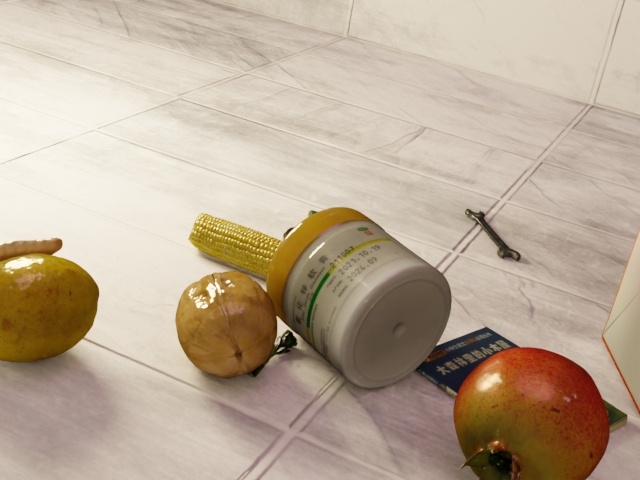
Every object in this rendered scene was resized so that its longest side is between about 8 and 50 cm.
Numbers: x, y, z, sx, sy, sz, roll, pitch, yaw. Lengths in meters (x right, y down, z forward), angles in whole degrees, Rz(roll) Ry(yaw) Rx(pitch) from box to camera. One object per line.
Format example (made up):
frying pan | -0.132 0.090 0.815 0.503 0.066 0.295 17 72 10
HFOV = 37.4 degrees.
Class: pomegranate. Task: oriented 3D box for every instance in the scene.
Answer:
pomegranate | 0.295 0.273 1.352 0.221 0.221 0.256 22 44 24

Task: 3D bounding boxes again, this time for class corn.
corn | -0.149 0.014 1.873 0.248 0.081 0.081 21 27 19

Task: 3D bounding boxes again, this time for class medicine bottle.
medicine bottle | 0.063 0.094 1.602 0.238 0.238 0.232 -9 32 -35

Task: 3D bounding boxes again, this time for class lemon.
lemon | -0.447 0.104 1.470 0.207 0.170 0.170 -5 28 -44

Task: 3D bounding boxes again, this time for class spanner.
spanner | 0.400 -0.017 2.216 0.054 0.015 0.254 2 27 -16

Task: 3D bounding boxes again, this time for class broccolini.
broccolini | -0.080 0.196 1.595 0.035 0.030 0.140 49 35 -3

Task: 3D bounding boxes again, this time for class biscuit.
biscuit | -0.538 0.038 1.584 0.160 0.030 0.249 -7 -9 -33

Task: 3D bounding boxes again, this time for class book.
book | 0.334 0.255 1.625 0.228 0.018 0.322 -13 34 -41

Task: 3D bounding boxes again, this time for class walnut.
walnut | -0.151 0.136 1.535 0.165 0.165 0.197 -2 27 -23

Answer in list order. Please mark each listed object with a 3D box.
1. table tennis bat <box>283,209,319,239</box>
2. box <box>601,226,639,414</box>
table tennis bat | 0.000 0.000 1.997 0.173 0.022 0.301 17 20 -13
box | 0.691 0.147 1.632 0.256 0.319 0.349 10 24 -4
